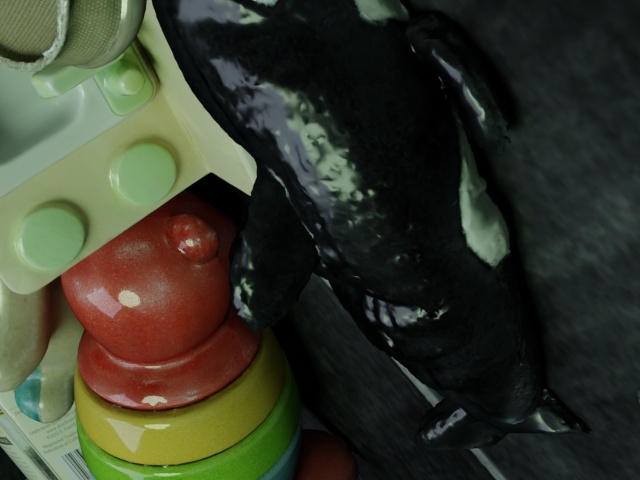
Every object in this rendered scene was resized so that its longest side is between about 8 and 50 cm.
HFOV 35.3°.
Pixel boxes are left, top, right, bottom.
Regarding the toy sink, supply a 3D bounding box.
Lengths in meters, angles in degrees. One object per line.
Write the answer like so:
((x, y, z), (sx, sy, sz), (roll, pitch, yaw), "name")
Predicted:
((-0.149, -0.079, 0.505), (0.234, 0.131, 0.152), (32, 154, 53), "toy sink")

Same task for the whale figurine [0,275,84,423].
((-0.223, 0.027, 0.730), (0.272, 0.141, 0.216), (-96, 8, -82), "whale figurine")

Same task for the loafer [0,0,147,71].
((-0.174, -0.147, 0.325), (0.268, 0.092, 0.102), (43, 142, -9), "loafer")

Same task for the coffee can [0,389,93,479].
((-0.254, 0.112, 0.986), (0.201, 0.201, 0.275), (13, 138, 59), "coffee can")

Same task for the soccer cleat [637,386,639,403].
((0.120, 0.013, 0.237), (0.072, 0.060, 0.179), (23, 148, 28), "soccer cleat")

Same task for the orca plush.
((0.000, 0.000, 0.397), (0.151, 0.102, 0.287), (29, 151, 45), "orca plush")

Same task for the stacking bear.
((-0.091, 0.088, 0.672), (0.175, 0.164, 0.289), (12, 133, 25), "stacking bear")
